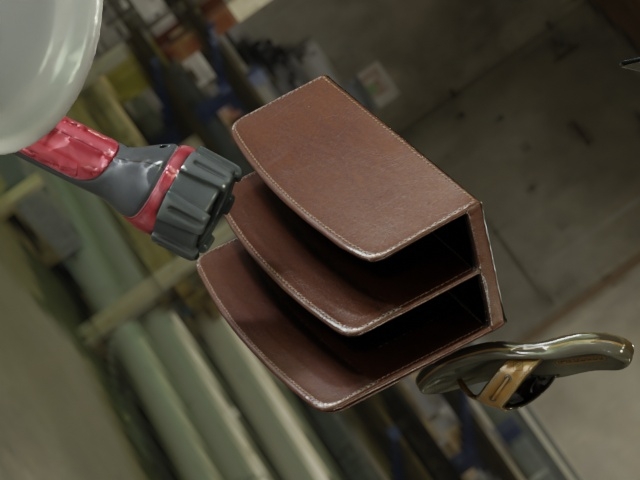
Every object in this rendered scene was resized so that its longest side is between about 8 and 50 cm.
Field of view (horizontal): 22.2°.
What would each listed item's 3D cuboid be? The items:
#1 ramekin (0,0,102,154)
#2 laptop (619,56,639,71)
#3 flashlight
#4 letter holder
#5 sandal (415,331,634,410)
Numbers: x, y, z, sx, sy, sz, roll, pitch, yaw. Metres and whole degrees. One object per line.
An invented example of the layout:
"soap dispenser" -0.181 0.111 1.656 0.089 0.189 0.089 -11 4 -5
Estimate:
"ramekin" -0.307 -0.207 1.281 0.135 0.277 0.277 4 -30 30
"laptop" 0.502 -0.291 1.957 0.136 0.234 0.264 48 43 -39
"flashlight" -0.228 -0.089 1.520 0.304 0.103 0.103 27 21 4
"letter holder" 0.000 0.000 1.575 0.302 0.214 0.152 45 -23 50
"sandal" 0.196 0.134 1.581 0.090 0.219 0.060 44 42 -64
